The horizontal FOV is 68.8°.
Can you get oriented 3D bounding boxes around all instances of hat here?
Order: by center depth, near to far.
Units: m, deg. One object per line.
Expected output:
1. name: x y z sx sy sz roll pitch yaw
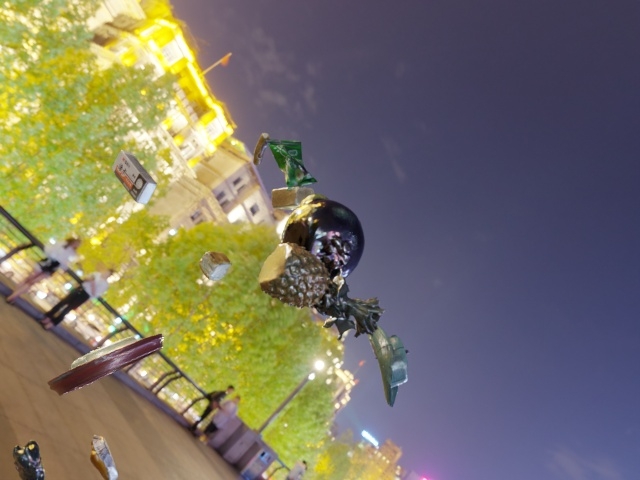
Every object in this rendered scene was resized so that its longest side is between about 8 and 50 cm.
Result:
1. hat: 0.160 0.264 1.033 0.138 0.078 0.190 69 6 -54

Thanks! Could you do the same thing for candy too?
1. candy: -0.102 -0.271 1.651 0.078 0.141 0.203 -33 -107 35

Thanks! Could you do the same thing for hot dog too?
1. hot dog: -0.706 0.718 1.524 0.108 0.059 0.191 43 -36 47
2. hot dog: -0.217 -0.326 1.689 0.028 0.044 0.137 53 -45 24

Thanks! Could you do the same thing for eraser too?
1. eraser: -0.377 -0.129 0.944 0.122 0.052 0.029 45 19 28

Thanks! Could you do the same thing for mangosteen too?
1. mangosteen: 0.000 0.000 1.167 0.243 0.243 0.243 39 -20 18

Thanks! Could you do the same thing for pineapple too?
1. pineapple: 0.009 0.105 0.883 0.251 0.125 0.125 31 -14 -19

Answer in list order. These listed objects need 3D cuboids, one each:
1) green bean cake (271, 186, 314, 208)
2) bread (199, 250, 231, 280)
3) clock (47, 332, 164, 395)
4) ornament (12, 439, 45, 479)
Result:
1. green bean cake: -0.117 -0.176 1.964 0.179 0.109 0.085 -1 -92 51
2. bread: -0.340 0.080 1.499 0.070 0.076 0.083 45 16 23
3. clock: -0.602 0.336 1.331 0.080 0.319 0.318 64 -19 5
4. ornament: -0.830 0.735 1.394 0.236 0.080 0.202 39 -50 31
